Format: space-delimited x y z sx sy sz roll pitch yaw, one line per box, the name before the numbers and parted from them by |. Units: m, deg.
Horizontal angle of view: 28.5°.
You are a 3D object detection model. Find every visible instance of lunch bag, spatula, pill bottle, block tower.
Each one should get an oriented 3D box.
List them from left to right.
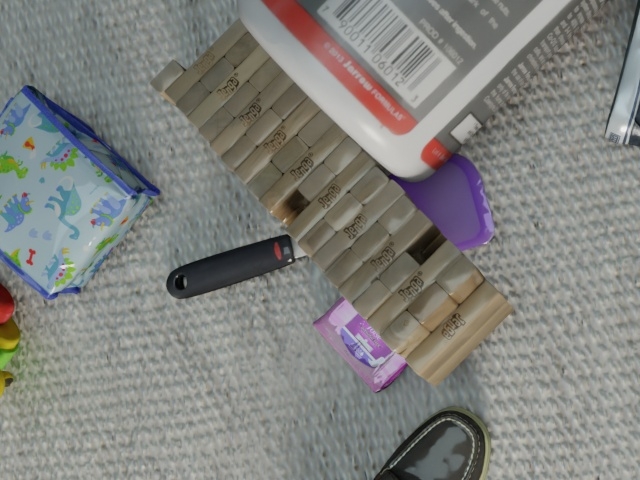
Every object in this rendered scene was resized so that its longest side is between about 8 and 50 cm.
lunch bag | -0.242 -0.043 1.112 0.151 0.096 0.129 40 97 5
spatula | 0.000 0.000 1.075 0.297 0.030 0.084 -16 80 14
block tower | 0.006 -0.040 1.016 0.097 0.091 0.335 -45 66 2
pill bottle | 0.128 -0.237 0.966 0.363 0.210 0.210 -45 76 7

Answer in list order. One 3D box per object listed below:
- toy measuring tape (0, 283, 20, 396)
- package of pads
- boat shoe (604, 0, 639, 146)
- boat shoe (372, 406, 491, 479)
toy measuring tape | -0.362 0.047 1.154 0.121 0.121 0.330 -52 52 6
package of pads | 0.039 0.082 1.056 0.050 0.032 0.083 -45 76 9
boat shoe | 0.287 -0.158 0.996 0.083 0.065 0.183 15 92 8
boat shoe | 0.059 0.234 1.016 0.080 0.073 0.223 37 96 15
